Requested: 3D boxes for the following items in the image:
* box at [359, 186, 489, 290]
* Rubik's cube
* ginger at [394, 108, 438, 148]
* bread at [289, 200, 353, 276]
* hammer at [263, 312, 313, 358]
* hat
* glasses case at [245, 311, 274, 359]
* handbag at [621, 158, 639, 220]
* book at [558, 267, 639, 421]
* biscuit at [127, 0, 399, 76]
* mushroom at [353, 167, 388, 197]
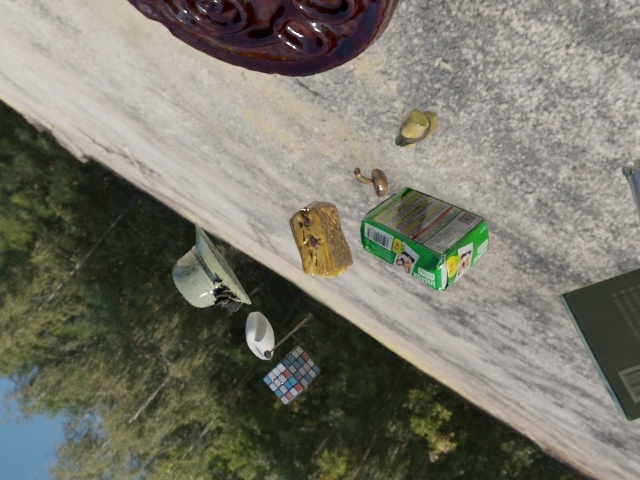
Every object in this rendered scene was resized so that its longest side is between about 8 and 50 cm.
[{"bbox_3d":[0.226,-0.010,1.062,0.250,0.180,0.103,31,145,39],"label":"box"},{"bbox_3d":[-0.074,0.348,1.243,0.092,0.092,0.092,47,-148,7],"label":"Rubik's cube"},{"bbox_3d":[0.227,-0.268,1.136,0.065,0.118,0.299,43,-163,5],"label":"ginger"},{"bbox_3d":[0.000,0.000,1.281,0.235,0.099,0.210,-13,-95,-72],"label":"bread"},{"bbox_3d":[-0.060,0.181,0.914,0.014,0.123,0.029,38,154,29],"label":"hammer"},{"bbox_3d":[-0.294,0.091,1.203,0.257,0.130,0.257,54,172,11],"label":"hat"},{"bbox_3d":[-0.171,0.277,1.374,0.059,0.092,0.233,-1,151,7],"label":"glasses case"},{"bbox_3d":[0.509,-0.049,0.668,0.117,0.173,0.095,-4,154,7],"label":"handbag"},{"bbox_3d":[0.695,0.167,0.941,0.043,0.371,0.260,87,165,-69],"label":"book"},{"bbox_3d":[-0.099,-0.333,0.558,0.407,0.091,0.407,13,164,4],"label":"biscuit"},{"bbox_3d":[0.167,-0.196,1.510,0.129,0.073,0.088,38,-162,-8],"label":"mushroom"}]
